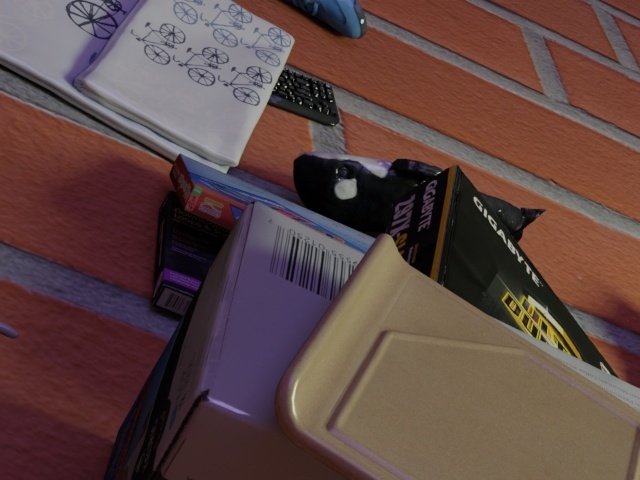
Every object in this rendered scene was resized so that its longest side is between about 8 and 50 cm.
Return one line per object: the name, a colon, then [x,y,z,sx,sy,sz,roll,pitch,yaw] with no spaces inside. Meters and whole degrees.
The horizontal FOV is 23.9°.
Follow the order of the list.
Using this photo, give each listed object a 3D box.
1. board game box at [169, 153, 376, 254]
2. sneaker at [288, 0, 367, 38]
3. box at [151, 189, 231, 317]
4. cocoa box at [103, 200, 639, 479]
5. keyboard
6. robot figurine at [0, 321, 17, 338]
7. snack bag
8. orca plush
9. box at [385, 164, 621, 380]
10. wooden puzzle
board game box: [0.000,0.000,1.382,0.281,0.027,0.145,23,8,-15]
sneaker: [-0.030,-0.324,1.944,0.082,0.069,0.209,-36,76,-26]
box: [-0.088,0.025,1.324,0.116,0.029,0.162,23,26,-17]
cocoa box: [0.044,0.183,0.973,0.347,0.228,0.231,26,29,-10]
keyboard: [-0.064,-0.189,1.712,0.180,0.023,0.108,19,29,-24]
robot figurine: [-0.350,0.014,0.892,0.353,0.200,0.300,0,63,-45]
snack bag: [-0.206,-0.221,1.580,0.342,0.037,0.323,28,33,-5]
orca plush: [0.095,-0.008,1.542,0.151,0.102,0.287,-5,-17,44]
box: [0.165,0.127,1.225,0.322,0.079,0.257,51,25,-16]
wooden puzzle: [0.095,0.115,0.854,0.238,0.044,0.221,37,29,0]
